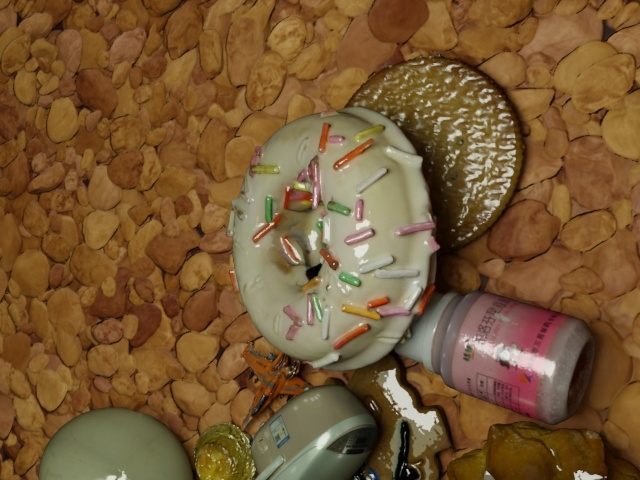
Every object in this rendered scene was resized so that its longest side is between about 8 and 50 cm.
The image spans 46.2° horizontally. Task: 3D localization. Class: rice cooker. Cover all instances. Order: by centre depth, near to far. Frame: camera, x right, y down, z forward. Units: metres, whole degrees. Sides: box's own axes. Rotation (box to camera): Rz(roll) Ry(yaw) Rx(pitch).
[{"bbox_3d":[-0.014,0.293,1.065,0.206,0.145,0.127,-43,55,23],"label":"rice cooker"}]

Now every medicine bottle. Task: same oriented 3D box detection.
[{"bbox_3d":[0.225,0.142,0.998,0.247,0.147,0.147,16,94,32],"label":"medicine bottle"}]

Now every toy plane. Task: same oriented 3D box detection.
[{"bbox_3d":[-0.080,0.231,1.192,0.135,0.062,0.188,31,121,-3],"label":"toy plane"}]

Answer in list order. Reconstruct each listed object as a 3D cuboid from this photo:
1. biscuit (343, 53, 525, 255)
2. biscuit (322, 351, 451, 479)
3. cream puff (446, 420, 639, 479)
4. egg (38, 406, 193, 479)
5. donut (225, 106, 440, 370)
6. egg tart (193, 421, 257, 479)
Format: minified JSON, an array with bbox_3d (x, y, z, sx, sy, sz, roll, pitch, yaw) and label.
[{"bbox_3d":[0.149,-0.123,1.108,0.305,0.038,0.306,-2,87,27],"label":"biscuit"},{"bbox_3d":[0.054,0.322,1.130,0.301,0.043,0.278,-26,76,23],"label":"biscuit"},{"bbox_3d":[0.289,0.342,0.960,0.268,0.155,0.241,14,99,19],"label":"cream puff"},{"bbox_3d":[-0.331,0.383,1.220,0.269,0.219,0.219,7,91,21],"label":"egg"},{"bbox_3d":[0.000,0.000,1.047,0.382,0.142,0.383,-3,87,54],"label":"donut"},{"bbox_3d":[-0.160,0.363,1.230,0.130,0.052,0.131,-3,83,26],"label":"egg tart"}]
